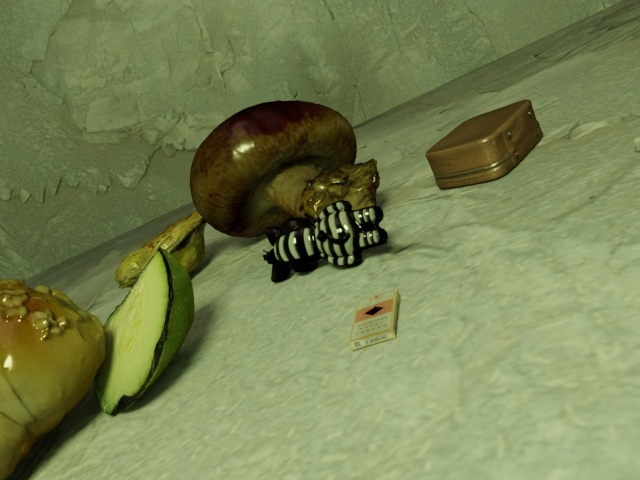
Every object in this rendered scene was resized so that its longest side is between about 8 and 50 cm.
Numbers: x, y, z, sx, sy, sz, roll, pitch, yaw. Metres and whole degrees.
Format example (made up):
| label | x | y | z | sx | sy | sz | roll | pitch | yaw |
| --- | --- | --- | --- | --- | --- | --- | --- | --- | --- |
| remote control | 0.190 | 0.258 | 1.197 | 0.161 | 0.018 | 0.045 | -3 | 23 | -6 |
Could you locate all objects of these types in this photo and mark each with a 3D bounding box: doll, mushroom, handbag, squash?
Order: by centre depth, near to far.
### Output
| label | x | y | z | sx | sy | sz | roll | pitch | yaw |
| --- | --- | --- | --- | --- | --- | --- | --- | --- | --- |
| squash | -0.206 | 0.132 | 0.672 | 0.192 | 0.085 | 0.184 | -54 | 37 | 12 |
| doll | 0.000 | 0.000 | 0.752 | 0.219 | 0.091 | 0.067 | -15 | -4 | 38 |
| handbag | 0.265 | -0.156 | 0.871 | 0.151 | 0.072 | 0.193 | -10 | 24 | 45 |
| mushroom | -0.049 | -0.112 | 1.025 | 0.331 | 0.356 | 0.334 | -42 | -16 | -39 |

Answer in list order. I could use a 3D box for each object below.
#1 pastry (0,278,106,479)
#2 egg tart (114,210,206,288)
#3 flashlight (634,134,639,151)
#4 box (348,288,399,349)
| label | x | y | z | sx | sy | sz | roll | pitch | yaw |
| --- | --- | --- | --- | --- | --- | --- | --- | --- | --- |
| pastry | -0.416 | 0.170 | 0.603 | 0.284 | 0.184 | 0.315 | -4 | 39 | 52 |
| egg tart | -0.316 | 0.030 | 1.100 | 0.241 | 0.106 | 0.241 | -35 | 13 | 9 |
| flashlight | 0.410 | -0.120 | 0.608 | 0.018 | 0.018 | 0.083 | -37 | 18 | -34 |
| box | 0.056 | 0.078 | 0.535 | 0.046 | 0.012 | 0.083 | -21 | 16 | 19 |
